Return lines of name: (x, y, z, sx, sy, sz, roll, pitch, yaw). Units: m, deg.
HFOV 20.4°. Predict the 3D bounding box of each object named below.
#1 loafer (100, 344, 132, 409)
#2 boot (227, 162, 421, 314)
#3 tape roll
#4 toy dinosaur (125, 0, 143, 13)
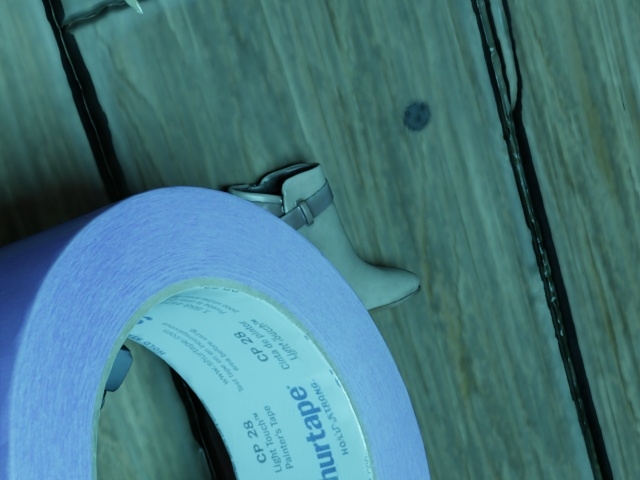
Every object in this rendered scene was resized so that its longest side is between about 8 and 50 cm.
loafer: (-0.224, 0.042, 0.813, 0.302, 0.109, 0.095, 25, 92, -36)
boot: (0.000, 0.000, 0.978, 0.118, 0.042, 0.087, -15, 106, -29)
tape roll: (-0.063, 0.118, 0.803, 0.275, 0.090, 0.274, 25, 56, -44)
toy dinosaur: (-0.175, -0.149, 0.839, 0.183, 0.053, 0.092, -4, 119, -24)
